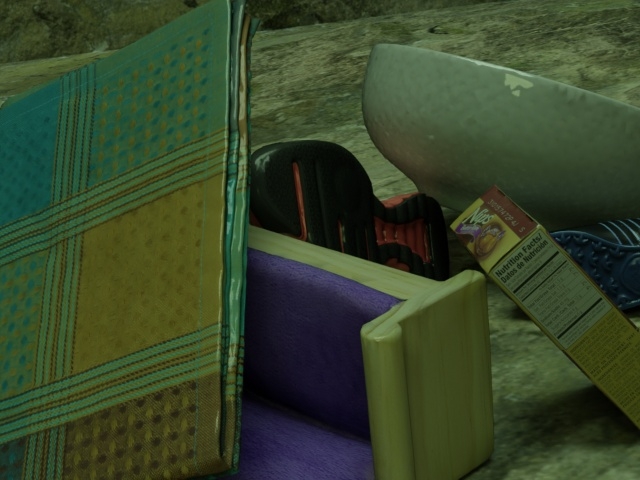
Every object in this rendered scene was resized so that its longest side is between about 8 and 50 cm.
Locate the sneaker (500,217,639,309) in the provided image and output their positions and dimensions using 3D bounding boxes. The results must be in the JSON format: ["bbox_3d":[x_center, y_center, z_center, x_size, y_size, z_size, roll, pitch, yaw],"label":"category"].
[{"bbox_3d":[0.277,0.020,1.143,0.232,0.081,0.090,-5,4,13],"label":"sneaker"}]

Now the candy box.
[{"bbox_3d":[0.181,0.050,0.918,0.053,0.186,0.109,-43,18,6],"label":"candy box"}]

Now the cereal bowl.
[{"bbox_3d":[0.196,-0.086,1.286,0.339,0.141,0.339,16,3,-1],"label":"cereal bowl"}]

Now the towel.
[{"bbox_3d":[-0.161,0.017,0.925,0.271,0.040,0.370,-19,56,29],"label":"towel"}]

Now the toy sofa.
[{"bbox_3d":[-0.062,0.079,0.936,0.177,0.150,0.362,-24,29,-39],"label":"toy sofa"}]

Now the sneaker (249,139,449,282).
[{"bbox_3d":[0.000,0.001,1.153,0.136,0.116,0.314,-13,-19,29],"label":"sneaker"}]
